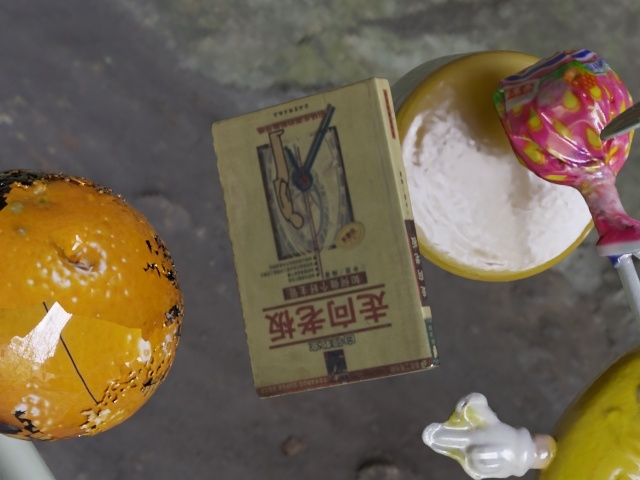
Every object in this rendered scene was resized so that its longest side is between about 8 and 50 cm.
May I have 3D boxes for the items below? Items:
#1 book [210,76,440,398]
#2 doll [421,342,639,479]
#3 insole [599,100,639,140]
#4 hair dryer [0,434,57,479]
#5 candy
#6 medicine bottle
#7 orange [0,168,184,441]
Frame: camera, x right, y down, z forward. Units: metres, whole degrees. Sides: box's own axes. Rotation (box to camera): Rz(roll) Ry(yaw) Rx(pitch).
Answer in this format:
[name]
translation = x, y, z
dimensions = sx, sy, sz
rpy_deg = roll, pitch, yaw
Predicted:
[book]
translation = 0.000, 0.000, 1.163
dimensions = 0.026, 0.161, 0.231
rpy_deg = -4, 82, -62
[doll]
translation = 0.283, 0.294, 1.499
dimensions = 0.161, 0.348, 0.423
rpy_deg = 180, -99, -76
[insole]
translation = 0.301, -0.127, 1.129
dimensions = 0.006, 0.193, 0.065
rpy_deg = 58, 12, -13
[hair dryer]
translation = -0.345, 0.232, 1.596
dimensions = 0.362, 0.203, 0.128
rpy_deg = 51, 23, 24
[candy]
translation = 0.257, 0.000, 1.289
dimensions = 0.124, 0.124, 0.365
rpy_deg = 17, 52, -54
[medicine bottle]
translation = 0.173, -0.088, 1.593
dimensions = 0.238, 0.238, 0.232
rpy_deg = 42, 3, -8
[orange]
translation = -0.226, 0.051, 1.194
dimensions = 0.234, 0.182, 0.234
rpy_deg = 19, 55, -29
